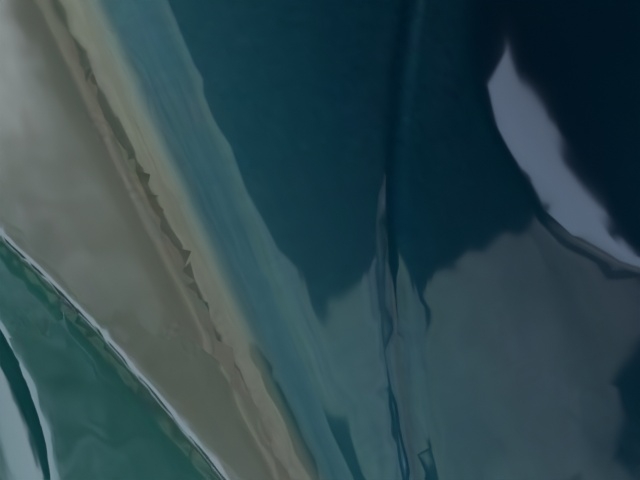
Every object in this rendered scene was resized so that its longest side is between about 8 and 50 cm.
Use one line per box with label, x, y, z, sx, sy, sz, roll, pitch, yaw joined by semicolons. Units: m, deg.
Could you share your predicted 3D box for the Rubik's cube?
Rubik's cube;0.000;0.000;0.628;0.352;0.347;0.351;-27;-90;-38
